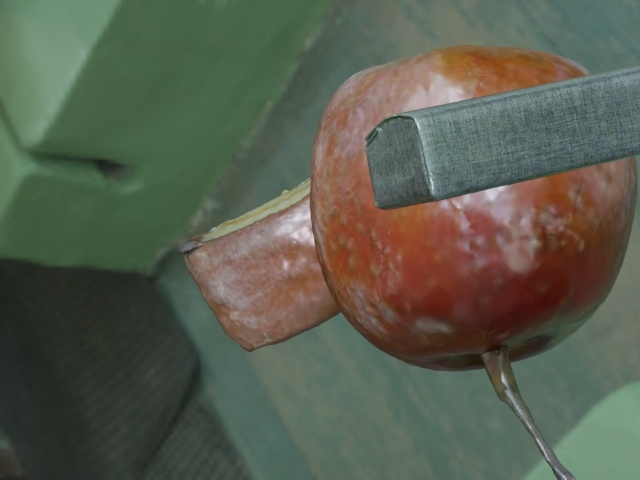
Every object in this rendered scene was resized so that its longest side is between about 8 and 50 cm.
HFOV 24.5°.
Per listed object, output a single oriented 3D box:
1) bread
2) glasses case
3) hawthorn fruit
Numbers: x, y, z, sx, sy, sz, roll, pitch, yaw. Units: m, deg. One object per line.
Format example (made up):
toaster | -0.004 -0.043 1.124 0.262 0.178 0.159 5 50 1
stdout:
bread | -0.002 0.002 1.335 0.244 0.190 0.123 -29 94 16
glasses case | 0.128 -0.059 0.747 0.071 0.205 0.047 168 88 -70
hawthorn fruit | 0.094 -0.018 1.029 0.235 0.263 0.231 4 135 41
